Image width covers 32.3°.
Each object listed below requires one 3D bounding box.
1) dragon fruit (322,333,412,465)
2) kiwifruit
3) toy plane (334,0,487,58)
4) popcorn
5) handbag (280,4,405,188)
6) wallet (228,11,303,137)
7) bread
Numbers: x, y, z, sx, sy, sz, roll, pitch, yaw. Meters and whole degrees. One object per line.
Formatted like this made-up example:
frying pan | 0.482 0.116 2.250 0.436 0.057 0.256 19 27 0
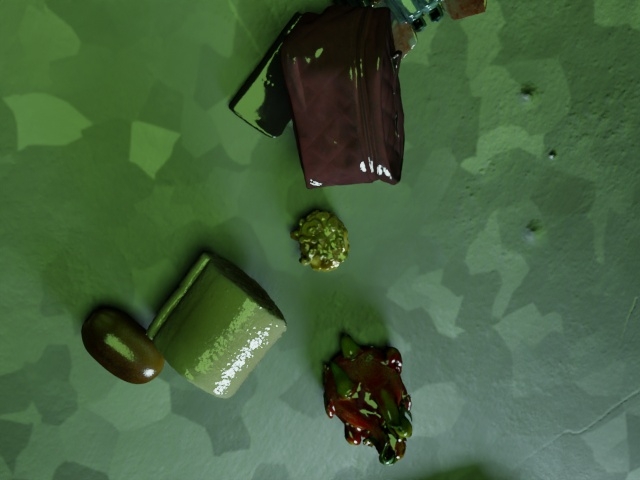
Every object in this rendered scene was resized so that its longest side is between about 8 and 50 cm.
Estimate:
dragon fruit | 0.080 0.227 1.544 0.138 0.175 0.142 -45 139 15
kiwifruit | -0.262 0.142 1.469 0.075 0.075 0.124 -44 112 4
toy plane | 0.062 -0.386 1.353 0.223 0.104 0.326 -27 108 29
popcorn | 0.000 0.000 1.481 0.083 0.057 0.082 12 103 -11
handbag | 0.038 -0.174 1.364 0.135 0.146 0.225 -1 124 13
wallet | -0.045 -0.211 1.431 0.082 0.018 0.157 36 96 -19
bread | -0.131 0.111 1.443 0.141 0.148 0.134 -53 144 8
